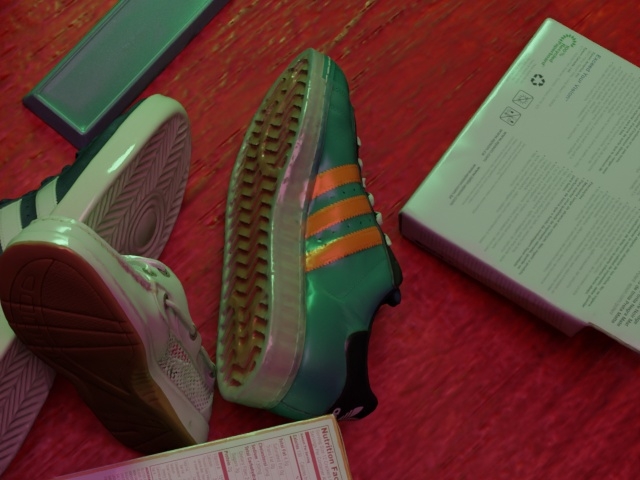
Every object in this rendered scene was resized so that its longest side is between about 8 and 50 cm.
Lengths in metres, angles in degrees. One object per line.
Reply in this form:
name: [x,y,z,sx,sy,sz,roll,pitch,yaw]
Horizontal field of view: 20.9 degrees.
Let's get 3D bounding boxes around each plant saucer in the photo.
plant saucer: [-0.151,-0.159,1.388,0.067,0.018,0.192,39,72,6]

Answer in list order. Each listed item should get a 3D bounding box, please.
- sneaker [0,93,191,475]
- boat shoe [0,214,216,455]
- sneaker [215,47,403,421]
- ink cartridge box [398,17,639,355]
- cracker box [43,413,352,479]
sneaker: [-0.230,0.013,1.270,0.148,0.131,0.350,21,58,23]
boat shoe: [-0.139,0.052,1.201,0.098,0.277,0.096,8,60,20]
sneaker: [0.000,0.000,1.322,0.121,0.108,0.302,21,60,-26]
ink cartridge box: [0.213,-0.039,1.364,0.224,0.045,0.223,32,70,18]
cracker box: [-0.102,0.190,1.207,0.232,0.155,0.067,-11,73,-12]
